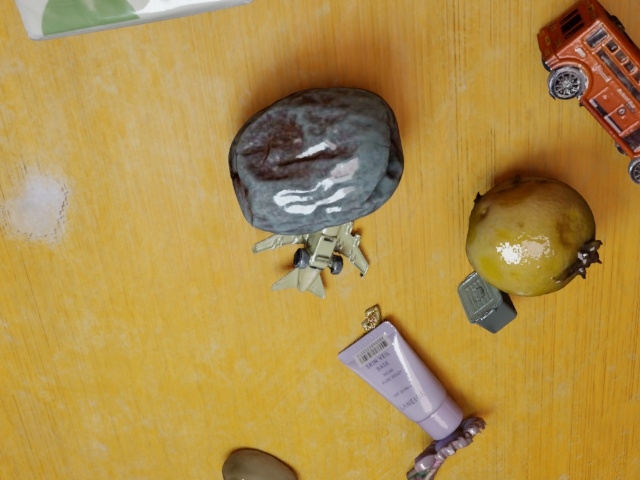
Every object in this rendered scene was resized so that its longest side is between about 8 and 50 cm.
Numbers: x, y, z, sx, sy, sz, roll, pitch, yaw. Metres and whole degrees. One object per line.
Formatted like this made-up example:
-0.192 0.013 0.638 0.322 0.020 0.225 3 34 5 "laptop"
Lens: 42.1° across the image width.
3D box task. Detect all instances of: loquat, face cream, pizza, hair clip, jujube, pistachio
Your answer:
0.386 -0.003 1.505 0.244 0.244 0.243 0 117 1 "loquat"
0.179 0.296 1.747 0.274 0.096 0.154 45 123 -9 "face cream"
0.104 0.168 1.715 0.037 0.016 0.083 17 118 -1 "pizza"
0.256 0.478 1.819 0.069 0.173 0.300 42 135 18 "hair clip"
-0.015 -0.134 1.445 0.308 0.215 0.246 -5 81 17 "jujube"
-0.137 0.541 1.869 0.186 0.126 0.108 25 158 -15 "pistachio"

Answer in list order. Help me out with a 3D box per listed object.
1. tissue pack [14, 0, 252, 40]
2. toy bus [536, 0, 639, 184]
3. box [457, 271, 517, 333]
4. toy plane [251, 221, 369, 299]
-0.270 -0.447 1.263 0.357 0.266 0.193 -8 122 5 "tissue pack"
0.514 -0.246 1.417 0.153 0.143 0.329 -38 110 27 "toy bus"
0.329 0.120 1.634 0.084 0.122 0.069 -41 122 21 "box"
0.000 0.000 1.591 0.242 0.104 0.256 12 125 -22 "toy plane"
